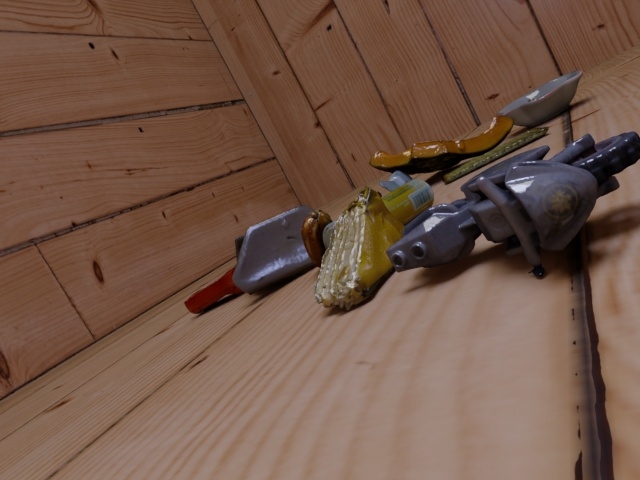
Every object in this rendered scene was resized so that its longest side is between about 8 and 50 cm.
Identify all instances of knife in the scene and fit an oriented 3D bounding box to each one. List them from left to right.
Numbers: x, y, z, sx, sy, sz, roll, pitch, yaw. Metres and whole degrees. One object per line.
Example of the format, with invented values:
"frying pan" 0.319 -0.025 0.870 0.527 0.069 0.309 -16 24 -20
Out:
"knife" 0.188 -0.124 1.021 0.044 0.080 0.331 -49 -4 19

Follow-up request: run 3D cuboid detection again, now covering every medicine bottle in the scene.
"medicine bottle" 0.104 -0.037 0.711 0.218 0.074 0.074 -30 6 -36

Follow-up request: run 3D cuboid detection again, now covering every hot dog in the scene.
"hot dog" -0.001 -0.001 0.718 0.062 0.038 0.144 -44 -27 -15

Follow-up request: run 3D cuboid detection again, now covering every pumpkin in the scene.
"pumpkin" 0.312 -0.235 1.141 0.258 0.095 0.290 -10 -2 -28

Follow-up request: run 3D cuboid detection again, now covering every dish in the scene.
"dish" 0.587 -0.356 1.144 0.229 0.081 0.229 -30 9 5

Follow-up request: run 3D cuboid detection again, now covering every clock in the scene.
"clock" -0.236 0.116 1.029 0.155 0.061 0.113 -30 5 19

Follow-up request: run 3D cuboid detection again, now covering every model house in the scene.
"model house" -0.089 0.020 0.885 0.229 0.123 0.188 -26 0 -18

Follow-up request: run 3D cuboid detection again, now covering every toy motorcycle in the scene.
"toy motorcycle" 0.140 -0.016 0.352 0.122 0.080 0.215 -31 1 -42

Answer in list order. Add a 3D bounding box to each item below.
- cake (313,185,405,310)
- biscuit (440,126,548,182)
"cake" 0.060 0.027 0.531 0.079 0.116 0.185 -30 36 32
"biscuit" 0.383 -0.191 0.974 0.231 0.016 0.139 -27 6 17
